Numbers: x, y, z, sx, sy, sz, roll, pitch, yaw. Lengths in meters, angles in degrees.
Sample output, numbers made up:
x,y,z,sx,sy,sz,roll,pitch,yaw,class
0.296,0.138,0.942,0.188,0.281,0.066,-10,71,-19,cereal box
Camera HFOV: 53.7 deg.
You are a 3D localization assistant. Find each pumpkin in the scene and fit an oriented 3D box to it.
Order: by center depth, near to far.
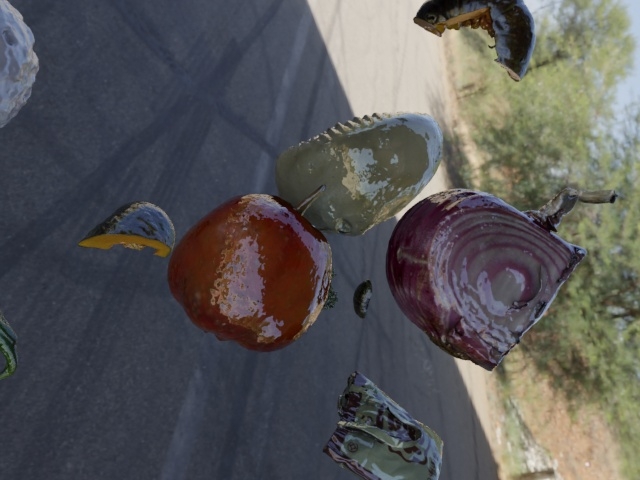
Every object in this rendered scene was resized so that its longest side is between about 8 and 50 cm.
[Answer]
x,y,z,sx,sy,sz,roll,pitch,yaw,class
0.237,-0.321,0.920,0.184,0.107,0.119,31,18,9,pumpkin
0.080,0.117,1.260,0.050,0.028,0.083,-129,-136,-69,pumpkin
-0.517,-0.057,1.758,0.279,0.111,0.162,8,63,-36,pumpkin

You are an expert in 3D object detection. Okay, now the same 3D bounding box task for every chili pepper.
x,y,z,sx,sy,sz,roll,pitch,yaw,class
-0.730,0.131,1.330,0.085,0.076,0.358,-30,103,-36,chili pepper

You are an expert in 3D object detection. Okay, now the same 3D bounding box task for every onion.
x,y,z,sx,sy,sz,roll,pitch,yaw,class
0.208,0.042,0.875,0.272,0.231,0.256,-50,163,-31,onion

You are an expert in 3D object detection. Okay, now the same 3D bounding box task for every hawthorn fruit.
x,y,z,sx,sy,sz,roll,pitch,yaw,class
-0.095,0.031,1.113,0.287,0.330,0.287,37,7,-5,hawthorn fruit

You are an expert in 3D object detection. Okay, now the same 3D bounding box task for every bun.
x,y,z,sx,sy,sz,roll,pitch,yaw,class
0.093,-0.142,1.306,0.234,0.362,0.326,69,-20,-3,bun

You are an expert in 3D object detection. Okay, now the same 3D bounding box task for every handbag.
x,y,z,sx,sy,sz,roll,pitch,yaw,class
0.127,0.370,1.143,0.235,0.127,0.213,39,31,-5,handbag

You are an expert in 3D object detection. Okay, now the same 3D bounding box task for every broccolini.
x,y,z,sx,sy,sz,roll,pitch,yaw,class
0.004,-0.001,1.717,0.079,0.074,0.391,-37,123,-72,broccolini

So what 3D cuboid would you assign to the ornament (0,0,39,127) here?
x,y,z,sx,sy,sz,roll,pitch,yaw,class
-0.757,-0.387,1.290,0.337,0.337,0.336,-15,90,-71,ornament
